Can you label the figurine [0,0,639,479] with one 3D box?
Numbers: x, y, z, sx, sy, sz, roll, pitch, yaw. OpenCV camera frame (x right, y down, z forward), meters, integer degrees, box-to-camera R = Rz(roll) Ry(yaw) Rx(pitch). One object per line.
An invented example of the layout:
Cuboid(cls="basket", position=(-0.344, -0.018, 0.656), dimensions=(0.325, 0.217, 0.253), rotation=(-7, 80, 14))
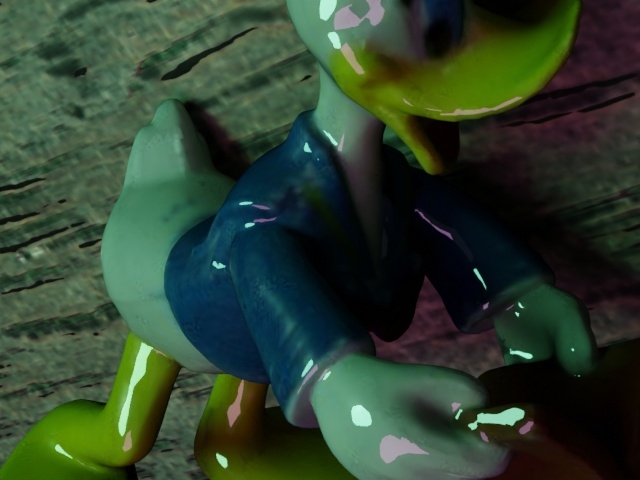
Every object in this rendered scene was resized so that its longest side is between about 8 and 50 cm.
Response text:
Cuboid(cls="figurine", position=(0.000, 0.000, 0.662), dimensions=(0.283, 0.204, 0.338), rotation=(32, 128, 42))
